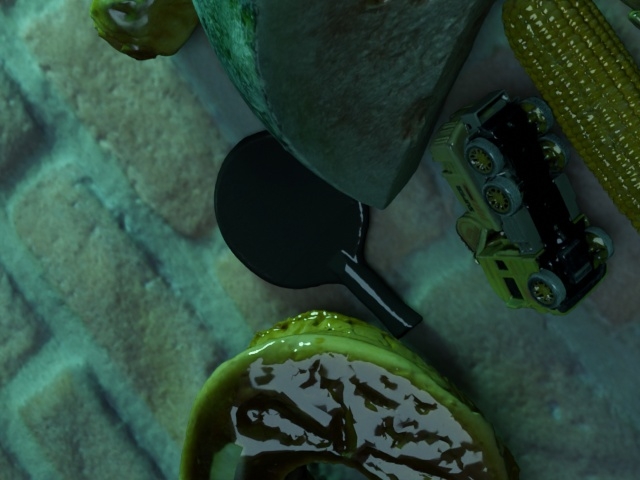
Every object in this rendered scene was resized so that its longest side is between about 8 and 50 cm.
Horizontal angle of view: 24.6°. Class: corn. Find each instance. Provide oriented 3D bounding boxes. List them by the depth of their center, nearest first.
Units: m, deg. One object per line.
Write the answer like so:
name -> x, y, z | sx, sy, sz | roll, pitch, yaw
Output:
corn -> 0.235, -0.109, 1.206 | 0.081, 0.081, 0.248 | -32, 95, 25

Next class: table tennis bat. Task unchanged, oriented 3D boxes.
table tennis bat -> 0.000, 0.000, 1.352 | 0.236, 0.027, 0.150 | 45, 116, 3

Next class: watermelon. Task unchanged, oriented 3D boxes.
watermelon -> 0.041, -0.193, 1.146 | 0.258, 0.387, 0.228 | -28, 60, 8

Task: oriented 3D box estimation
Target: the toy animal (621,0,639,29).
toy animal -> 0.221, -0.264, 1.166 | 0.218, 0.103, 0.101 | 40, 98, 6

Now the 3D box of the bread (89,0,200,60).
bread -> -0.123, -0.280, 1.273 | 0.087, 0.098, 0.269 | 49, 123, 43

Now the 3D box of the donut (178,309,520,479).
donut -> 0.028, 0.224, 1.346 | 0.330, 0.160, 0.330 | 3, 103, 13

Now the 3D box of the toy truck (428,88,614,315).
toy truck -> 0.156, -0.031, 1.239 | 0.116, 0.085, 0.191 | -1, 123, 53
